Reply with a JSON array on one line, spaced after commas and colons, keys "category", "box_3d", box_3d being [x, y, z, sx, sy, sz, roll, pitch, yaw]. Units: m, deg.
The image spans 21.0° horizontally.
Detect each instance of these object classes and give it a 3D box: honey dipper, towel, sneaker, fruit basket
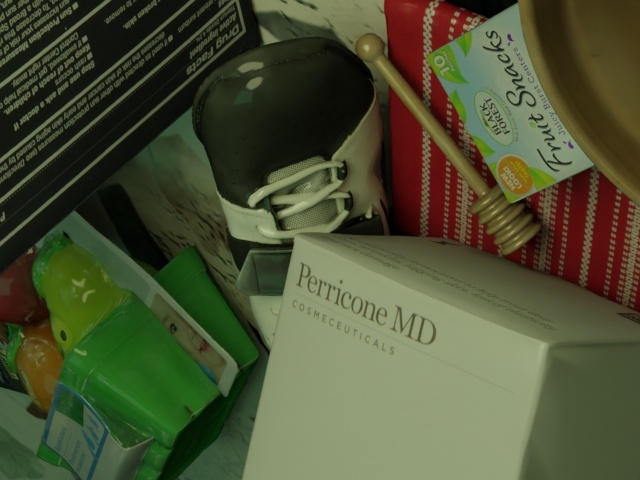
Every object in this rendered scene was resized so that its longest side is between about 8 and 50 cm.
[{"category": "honey dipper", "box_3d": [0.076, -0.062, 1.052, 0.160, 0.030, 0.030, 53, 149, -3]}, {"category": "towel", "box_3d": [0.154, -0.036, 1.046, 0.275, 0.031, 0.199, 26, 142, 27]}, {"category": "sneaker", "box_3d": [0.000, 0.000, 1.123, 0.330, 0.122, 0.146, 79, 173, -60]}, {"category": "fruit basket", "box_3d": [-0.235, 0.064, 1.482, 0.353, 0.165, 0.327, 37, 148, 5]}]

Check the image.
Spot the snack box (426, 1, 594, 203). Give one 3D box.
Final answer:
[{"category": "snack box", "box_3d": [0.139, -0.091, 0.951, 0.141, 0.037, 0.100, -26, 95, 45]}]

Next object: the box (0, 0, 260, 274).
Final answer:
[{"category": "box", "box_3d": [-0.214, -0.178, 1.060, 0.183, 0.296, 0.294, 23, 142, 32]}]

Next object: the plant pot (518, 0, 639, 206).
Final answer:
[{"category": "plant pot", "box_3d": [0.219, -0.107, 0.807, 0.237, 0.110, 0.237, 30, 146, 23]}]

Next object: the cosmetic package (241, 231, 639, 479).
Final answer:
[{"category": "cosmetic package", "box_3d": [0.063, 0.204, 1.044, 0.217, 0.156, 0.385, 21, 105, 44]}]

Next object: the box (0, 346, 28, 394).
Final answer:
[{"category": "box", "box_3d": [-0.364, 0.041, 1.727, 0.183, 0.059, 0.232, 8, 132, 46]}]
